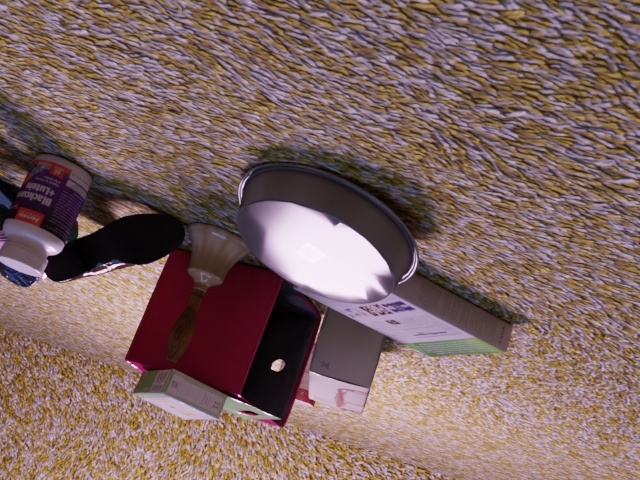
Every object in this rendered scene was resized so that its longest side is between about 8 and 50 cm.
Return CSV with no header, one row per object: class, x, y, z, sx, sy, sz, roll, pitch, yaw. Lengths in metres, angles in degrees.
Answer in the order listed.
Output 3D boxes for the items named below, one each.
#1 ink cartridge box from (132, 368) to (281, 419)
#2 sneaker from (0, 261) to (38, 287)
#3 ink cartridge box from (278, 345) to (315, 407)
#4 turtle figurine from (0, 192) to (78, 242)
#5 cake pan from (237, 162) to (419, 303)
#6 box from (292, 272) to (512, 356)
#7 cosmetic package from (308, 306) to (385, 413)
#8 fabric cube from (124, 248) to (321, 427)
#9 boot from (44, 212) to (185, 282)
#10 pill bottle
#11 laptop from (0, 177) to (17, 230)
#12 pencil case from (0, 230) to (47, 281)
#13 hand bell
ink cartridge box,-0.214,0.310,1.854,0.235,0.056,0.171,31,158,-21
sneaker,-0.543,0.015,1.872,0.080,0.081,0.211,34,134,-12
ink cartridge box,-0.045,0.316,2.358,0.099,0.135,0.056,14,164,18
turtle figurine,-0.611,-0.039,1.974,0.234,0.118,0.175,18,173,-37
cake pan,0.000,0.000,1.465,0.293,0.054,0.293,21,152,12
box,0.141,0.116,1.733,0.322,0.058,0.232,29,159,-22
cosmetic package,0.054,0.250,2.050,0.129,0.153,0.296,16,163,6
fabric cube,-0.184,0.198,1.980,0.258,0.254,0.259,11,159,23
boot,-0.388,0.017,1.885,0.096,0.264,0.280,66,172,-4
pill bottle,-0.476,-0.041,1.699,0.108,0.193,0.108,17,161,6
laptop,-0.776,-0.176,1.783,0.408,0.236,0.382,-19,135,16
pencil case,-0.683,-0.010,2.132,0.124,0.124,0.284,6,157,37
hand bell,-0.223,0.102,1.770,0.126,0.242,0.126,18,161,7
